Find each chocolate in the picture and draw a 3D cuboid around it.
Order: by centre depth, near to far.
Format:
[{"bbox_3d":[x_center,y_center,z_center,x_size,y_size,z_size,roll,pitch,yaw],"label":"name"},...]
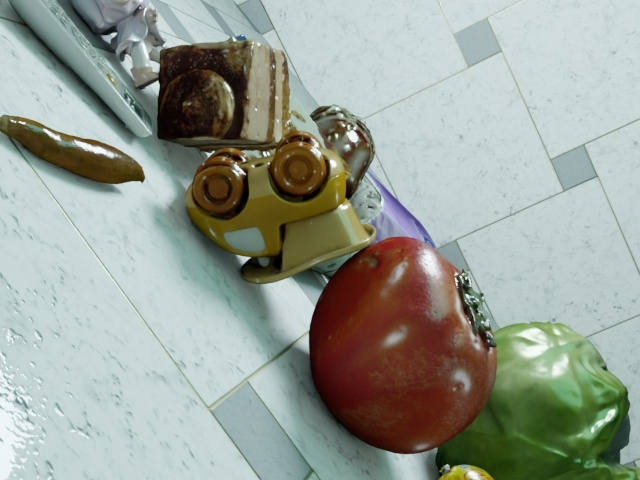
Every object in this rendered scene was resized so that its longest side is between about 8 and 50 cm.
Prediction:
[{"bbox_3d":[0.033,-0.242,2.221,0.225,0.210,0.340,35,9,-10],"label":"chocolate"}]

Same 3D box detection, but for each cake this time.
[{"bbox_3d":[-0.188,-0.266,1.566,0.293,0.196,0.198,-4,97,-71],"label":"cake"}]

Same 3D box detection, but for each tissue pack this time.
[{"bbox_3d":[0.176,-0.036,2.403,0.338,0.160,0.242,42,15,-40],"label":"tissue pack"}]

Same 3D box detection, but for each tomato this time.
[{"bbox_3d":[0.130,0.165,1.359,0.293,0.290,0.325,46,22,-31],"label":"tomato"}]

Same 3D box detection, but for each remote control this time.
[{"bbox_3d":[-0.386,-0.289,1.369,0.313,0.055,0.109,51,5,-24],"label":"remote control"}]

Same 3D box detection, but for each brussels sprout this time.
[{"bbox_3d":[0.390,0.379,1.604,0.425,0.361,0.342,64,-25,9],"label":"brussels sprout"}]

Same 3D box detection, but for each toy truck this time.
[{"bbox_3d":[-0.070,-0.060,1.397,0.204,0.288,0.211,-94,169,-77],"label":"toy truck"}]

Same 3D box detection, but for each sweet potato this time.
[{"bbox_3d":[-0.312,-0.111,1.121,0.057,0.057,0.265,57,15,22],"label":"sweet potato"}]

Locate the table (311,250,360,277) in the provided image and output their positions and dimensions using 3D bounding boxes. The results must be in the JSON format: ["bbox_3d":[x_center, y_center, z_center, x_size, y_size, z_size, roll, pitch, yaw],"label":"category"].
[{"bbox_3d":[0.000,0.000,1.751,0.126,0.126,0.220,58,14,25],"label":"table"}]

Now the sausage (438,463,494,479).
[{"bbox_3d":[0.287,0.507,1.368,0.347,0.123,0.123,58,14,30],"label":"sausage"}]

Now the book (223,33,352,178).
[{"bbox_3d":[-0.130,-0.257,1.930,0.428,0.039,0.300,51,40,-3],"label":"book"}]

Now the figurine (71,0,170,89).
[{"bbox_3d":[-0.369,-0.417,1.606,0.275,0.133,0.200,56,0,-2],"label":"figurine"}]
